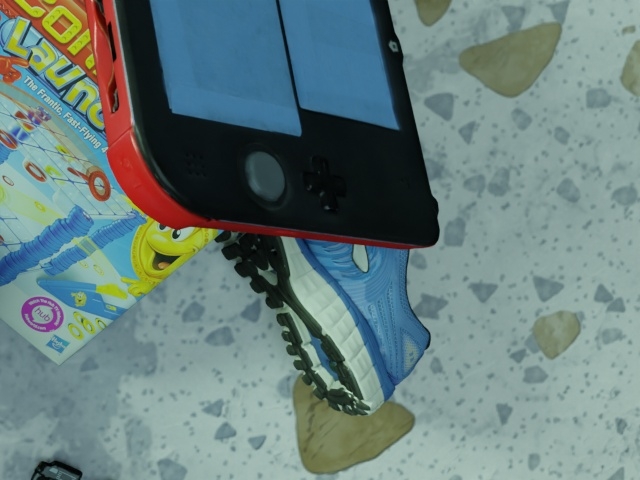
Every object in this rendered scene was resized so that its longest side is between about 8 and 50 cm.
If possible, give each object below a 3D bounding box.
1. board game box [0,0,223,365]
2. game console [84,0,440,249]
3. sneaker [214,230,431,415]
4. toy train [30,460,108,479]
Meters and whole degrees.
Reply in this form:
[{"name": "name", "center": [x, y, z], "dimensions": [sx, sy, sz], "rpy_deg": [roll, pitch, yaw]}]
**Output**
[{"name": "board game box", "center": [-0.233, -0.085, 1.185], "dimensions": [0.302, 0.086, 0.308], "rpy_deg": [-38, 111, 24]}, {"name": "game console", "center": [-0.048, -0.184, 1.138], "dimensions": [0.342, 0.060, 0.386], "rpy_deg": [5, 68, -43]}, {"name": "sneaker", "center": [0.000, 0.000, 1.331], "dimensions": [0.147, 0.130, 0.330], "rpy_deg": [-35, 104, -31]}, {"name": "toy train", "center": [-0.212, 0.257, 1.365], "dimensions": [0.158, 0.027, 0.036], "rpy_deg": [28, 83, -19]}]
